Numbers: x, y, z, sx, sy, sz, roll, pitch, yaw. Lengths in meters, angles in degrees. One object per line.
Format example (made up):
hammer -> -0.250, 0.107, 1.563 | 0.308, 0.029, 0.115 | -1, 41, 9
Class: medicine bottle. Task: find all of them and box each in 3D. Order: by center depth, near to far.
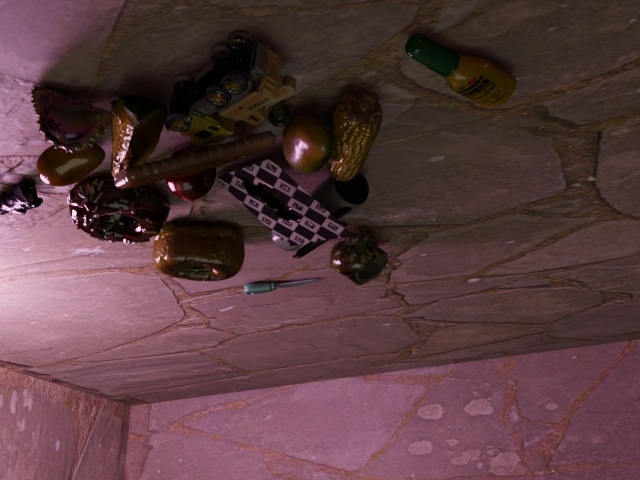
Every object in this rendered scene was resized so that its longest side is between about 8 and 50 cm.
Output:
medicine bottle -> 0.269, -0.331, 1.540 | 0.261, 0.064, 0.095 | 19, 150, -35

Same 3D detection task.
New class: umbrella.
umbrella -> -0.798, -0.098, 2.053 | 0.224, 0.080, 0.071 | -14, -173, 35

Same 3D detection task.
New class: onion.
onion -> -0.301, -0.154, 1.842 | 0.131, 0.131, 0.131 | 0, 156, 0

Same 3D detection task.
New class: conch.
conch -> 0.114, 0.041, 2.310 | 0.187, 0.124, 0.181 | -14, 155, -32

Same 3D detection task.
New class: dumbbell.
dumbbell -> -0.087, -0.285, 1.652 | 0.046, 0.052, 0.118 | 37, 162, 16

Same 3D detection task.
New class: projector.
projector -> -0.009, -0.076, 2.054 | 0.108, 0.108, 0.337 | 14, 153, -28

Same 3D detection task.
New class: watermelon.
watermelon -> -0.394, -0.225, 1.686 | 0.123, 0.129, 0.301 | 11, 156, -16

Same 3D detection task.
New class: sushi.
sushi -> -0.085, -0.101, 1.959 | 0.290, 0.050, 0.264 | 43, 149, -26

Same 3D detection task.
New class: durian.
durian -> -0.527, -0.235, 1.654 | 0.187, 0.108, 0.119 | 19, 168, -3

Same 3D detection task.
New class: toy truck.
toy truck -> -0.176, -0.284, 1.560 | 0.157, 0.124, 0.272 | 26, 145, -36

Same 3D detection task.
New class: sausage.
sausage -> 0.000, 0.000, 2.203 | 0.198, 0.025, 0.028 | -31, -159, -25

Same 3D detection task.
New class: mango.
mango -> -0.028, -0.215, 1.731 | 0.086, 0.122, 0.191 | -21, 169, -22
mango -> -0.581, -0.183, 1.835 | 0.163, 0.089, 0.111 | -28, 156, 30

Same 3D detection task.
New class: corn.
corn -> 0.064, -0.221, 1.740 | 0.106, 0.106, 0.305 | 3, 159, -7

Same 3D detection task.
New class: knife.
knife -> -0.127, 0.152, 2.659 | 0.261, 0.034, 0.063 | -6, 159, 4

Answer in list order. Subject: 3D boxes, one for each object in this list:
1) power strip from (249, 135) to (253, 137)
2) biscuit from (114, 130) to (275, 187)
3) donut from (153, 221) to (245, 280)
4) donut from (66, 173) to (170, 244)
power strip -> -0.167, -0.217, 1.844 | 0.040, 0.016, 0.090 | 21, 149, -40
biscuit -> -0.267, -0.165, 1.676 | 0.325, 0.044, 0.217 | -17, -176, -21
donut -> -0.348, 0.036, 2.275 | 0.262, 0.128, 0.208 | 4, 156, -5
donut -> -0.522, -0.075, 2.057 | 0.270, 0.103, 0.269 | 1, 156, 1
